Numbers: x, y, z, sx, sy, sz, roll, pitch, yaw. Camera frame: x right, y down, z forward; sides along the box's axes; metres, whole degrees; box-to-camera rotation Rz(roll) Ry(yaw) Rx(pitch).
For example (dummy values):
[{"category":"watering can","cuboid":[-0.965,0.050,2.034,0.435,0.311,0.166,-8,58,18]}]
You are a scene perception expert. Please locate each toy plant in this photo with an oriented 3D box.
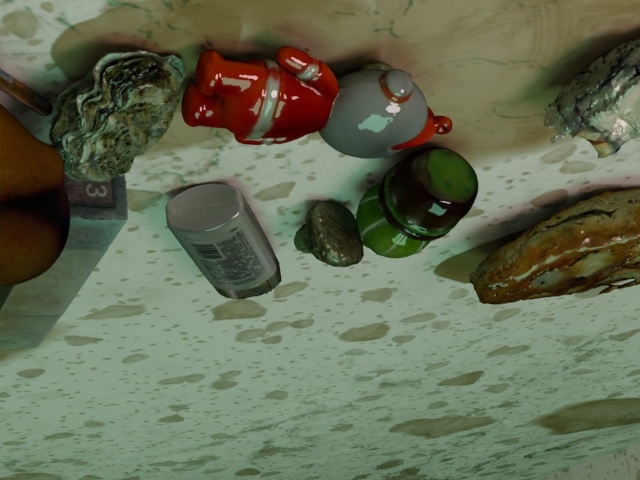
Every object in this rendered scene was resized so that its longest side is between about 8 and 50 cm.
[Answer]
[{"category":"toy plant","cuboid":[0.096,-0.033,1.199,0.092,0.093,0.162,3,154,-27]}]

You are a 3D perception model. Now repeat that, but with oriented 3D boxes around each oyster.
[{"category":"oyster","cuboid":[-0.179,-0.105,0.971,0.124,0.064,0.177,-10,152,-40]}]

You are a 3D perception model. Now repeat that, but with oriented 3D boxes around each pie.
[{"category":"pie","cuboid":[0.344,0.013,1.412,0.308,0.086,0.308,-12,160,-4]}]

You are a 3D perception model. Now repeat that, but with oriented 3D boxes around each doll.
[{"category":"doll","cuboid":[0.005,-0.118,0.987,0.244,0.076,0.142,3,156,-18]}]

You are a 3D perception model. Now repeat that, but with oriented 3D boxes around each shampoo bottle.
[{"category":"shampoo bottle","cuboid":[-0.104,0.006,1.260,0.086,0.056,0.227,-11,157,6]}]

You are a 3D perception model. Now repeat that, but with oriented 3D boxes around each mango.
[{"category":"mango","cuboid":[-0.319,-0.053,0.916,0.201,0.153,0.287,-18,158,13]}]

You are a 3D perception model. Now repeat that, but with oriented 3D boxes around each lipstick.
[{"category":"lipstick","cuboid":[-0.297,0.021,1.196,0.076,0.080,0.371,2,156,-28]}]

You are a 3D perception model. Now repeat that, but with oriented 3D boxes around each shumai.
[{"category":"shumai","cuboid":[0.000,0.000,1.272,0.083,0.082,0.080,36,137,-28]}]

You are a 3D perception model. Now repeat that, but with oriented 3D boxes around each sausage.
[{"category":"sausage","cuboid":[-0.256,-0.127,0.939,0.015,0.015,0.100,-17,156,19]}]

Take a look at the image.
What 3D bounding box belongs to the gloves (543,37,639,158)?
[{"category":"gloves","cuboid":[0.286,-0.143,1.041,0.114,0.070,0.153,16,147,-34]}]
